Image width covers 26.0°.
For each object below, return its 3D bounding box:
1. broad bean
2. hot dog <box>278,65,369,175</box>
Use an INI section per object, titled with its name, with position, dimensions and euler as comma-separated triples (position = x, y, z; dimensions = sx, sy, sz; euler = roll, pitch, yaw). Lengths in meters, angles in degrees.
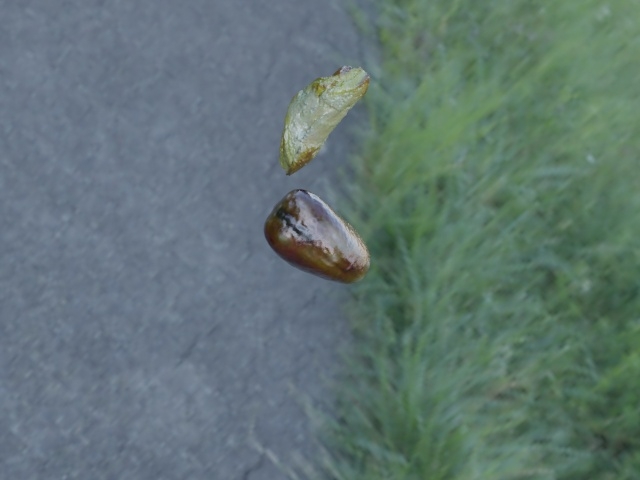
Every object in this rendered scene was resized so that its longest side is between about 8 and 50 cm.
[broad bean]
position = 0.000, 0.000, 1.654
dimensions = 0.114, 0.084, 0.165
euler = 57, 14, 25
[hot dog]
position = -0.007, -0.157, 1.699
dimensions = 0.061, 0.169, 0.078
euler = 47, 22, 16
